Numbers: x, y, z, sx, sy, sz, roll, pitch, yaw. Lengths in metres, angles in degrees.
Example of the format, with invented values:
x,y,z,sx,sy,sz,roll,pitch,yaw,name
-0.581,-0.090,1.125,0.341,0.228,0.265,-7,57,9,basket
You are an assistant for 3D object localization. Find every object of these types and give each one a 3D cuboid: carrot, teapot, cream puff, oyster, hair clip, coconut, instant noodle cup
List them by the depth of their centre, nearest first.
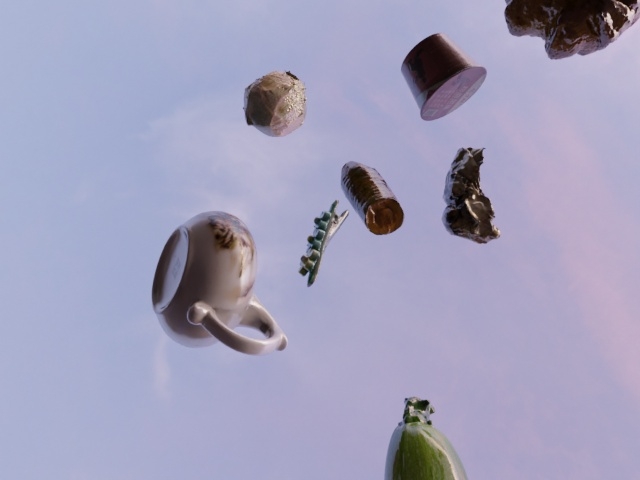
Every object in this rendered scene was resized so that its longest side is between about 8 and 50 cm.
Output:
x,y,z,sx,sy,sz,roll,pitch,yaw,name
-0.158,0.064,0.631,0.204,0.140,0.298,-56,-142,16,teapot
-0.001,0.000,0.663,0.049,0.049,0.172,4,-135,22,hair clip
0.090,-0.087,0.798,0.082,0.082,0.173,-39,-140,9,carrot
0.501,-0.467,0.816,0.269,0.155,0.240,-32,-111,7,cream puff
0.311,-0.094,0.937,0.108,0.161,0.232,-8,-124,3,oyster
-0.140,-0.396,1.263,0.195,0.194,0.194,-5,-104,21,coconut
0.379,-0.527,1.357,0.235,0.235,0.178,-31,-106,12,instant noodle cup

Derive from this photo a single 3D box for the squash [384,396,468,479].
x,y,z,sx,sy,sz,roll,pitch,yaw,name
0.118,0.361,0.426,0.107,0.107,0.394,-11,-128,19,squash
